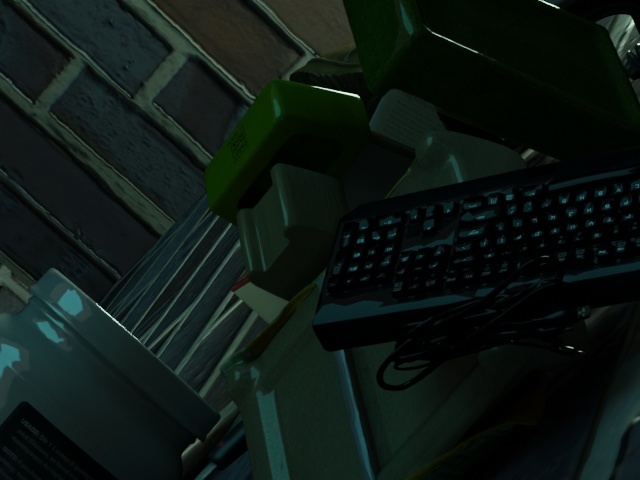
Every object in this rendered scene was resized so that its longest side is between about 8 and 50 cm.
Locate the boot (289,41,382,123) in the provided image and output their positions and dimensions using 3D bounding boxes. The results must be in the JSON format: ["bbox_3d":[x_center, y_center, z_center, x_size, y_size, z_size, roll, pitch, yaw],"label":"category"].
[{"bbox_3d":[0.132,-0.172,1.469,0.269,0.089,0.236,-36,32,-19],"label":"boot"}]

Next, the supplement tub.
[{"bbox_3d":[-0.222,0.175,1.333,0.272,0.191,0.191,-49,7,-7],"label":"supplement tub"}]

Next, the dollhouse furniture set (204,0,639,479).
[{"bbox_3d":[0.065,0.029,0.908,0.197,0.151,0.301,-51,33,31],"label":"dollhouse furniture set"}]

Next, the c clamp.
[{"bbox_3d":[0.132,-0.085,1.055,0.160,0.137,0.022,-34,50,13],"label":"c clamp"}]

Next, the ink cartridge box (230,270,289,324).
[{"bbox_3d":[0.000,0.000,1.494,0.135,0.056,0.099,-51,8,-23],"label":"ink cartridge box"}]

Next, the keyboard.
[{"bbox_3d":[0.079,0.002,0.731,0.192,0.038,0.100,-13,49,29],"label":"keyboard"}]

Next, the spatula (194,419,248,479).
[{"bbox_3d":[-0.076,0.164,1.168,0.296,0.030,0.084,-48,8,-5],"label":"spatula"}]

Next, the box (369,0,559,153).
[{"bbox_3d":[0.102,-0.108,1.159,0.170,0.091,0.130,-63,-4,37],"label":"box"}]
